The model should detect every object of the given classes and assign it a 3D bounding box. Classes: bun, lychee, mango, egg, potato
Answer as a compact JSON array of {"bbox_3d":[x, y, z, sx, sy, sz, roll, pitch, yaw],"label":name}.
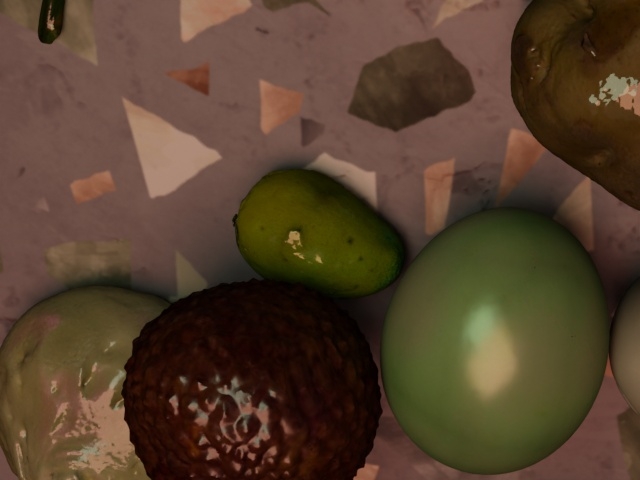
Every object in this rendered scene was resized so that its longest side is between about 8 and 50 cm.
[{"bbox_3d":[-0.225,0.191,1.960,0.283,0.179,0.283,3,113,8],"label":"bun"},{"bbox_3d":[-0.062,0.161,1.807,0.260,0.260,0.261,4,116,8],"label":"lychee"},{"bbox_3d":[0.000,0.001,1.873,0.178,0.100,0.119,22,115,-10],"label":"mango"},{"bbox_3d":[0.169,0.098,1.821,0.220,0.220,0.270,10,112,5],"label":"egg"},{"bbox_3d":[0.337,-0.122,1.688,0.351,0.202,0.218,31,102,5],"label":"potato"}]

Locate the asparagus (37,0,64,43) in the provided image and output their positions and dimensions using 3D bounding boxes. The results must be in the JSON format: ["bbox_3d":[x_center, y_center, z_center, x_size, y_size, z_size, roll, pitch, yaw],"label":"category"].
[{"bbox_3d":[-0.260,-0.246,1.840,0.025,0.021,0.108,13,117,-1],"label":"asparagus"}]

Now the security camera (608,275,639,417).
[{"bbox_3d":[0.388,0.125,1.818,0.194,0.194,0.236,-37,102,23],"label":"security camera"}]
